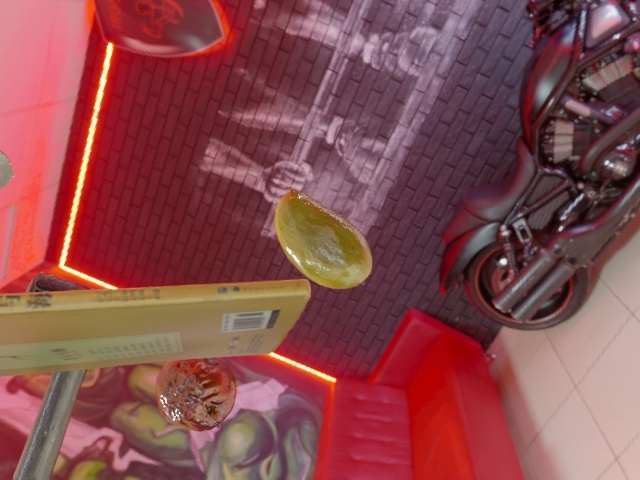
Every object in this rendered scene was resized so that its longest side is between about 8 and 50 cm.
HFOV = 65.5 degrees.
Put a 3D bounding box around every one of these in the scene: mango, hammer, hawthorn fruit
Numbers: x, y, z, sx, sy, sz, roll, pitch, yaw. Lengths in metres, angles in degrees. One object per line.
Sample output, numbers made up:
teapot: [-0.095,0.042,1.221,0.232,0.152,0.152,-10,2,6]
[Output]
mango: [-0.003,0.008,1.388,0.195,0.332,0.142,-52,-9,-18]
hammer: [-0.518,0.289,1.000,0.095,0.243,0.408,5,76,60]
hawthorn fruit: [-0.300,0.399,1.273,0.243,0.208,0.207,28,96,50]

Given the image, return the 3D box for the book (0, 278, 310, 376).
book: [-0.222,0.095,0.488,0.269,0.389,0.032,122,144,-63]

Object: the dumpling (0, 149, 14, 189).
dumpling: [-0.928,-0.132,1.289,0.293,0.163,0.204,-35,-38,5]
